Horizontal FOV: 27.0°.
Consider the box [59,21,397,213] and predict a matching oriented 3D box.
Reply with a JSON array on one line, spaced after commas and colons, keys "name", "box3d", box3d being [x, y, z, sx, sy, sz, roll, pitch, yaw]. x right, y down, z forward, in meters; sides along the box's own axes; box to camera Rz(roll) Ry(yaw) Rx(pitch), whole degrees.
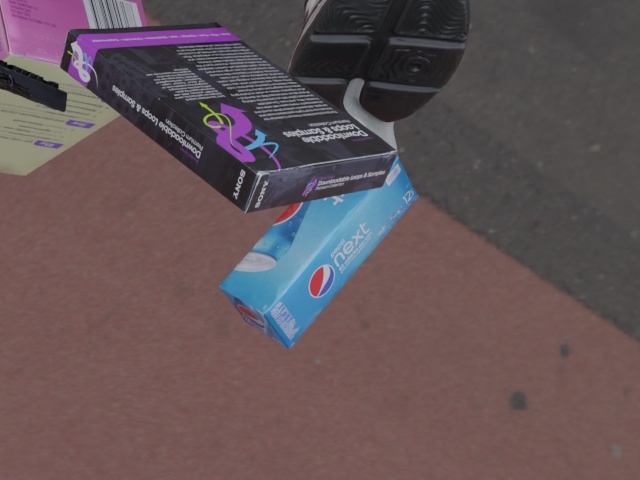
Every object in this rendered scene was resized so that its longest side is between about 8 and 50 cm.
[{"name": "box", "box3d": [-0.052, -0.074, 0.749, 0.116, 0.162, 0.029, -13, 131, -47]}]

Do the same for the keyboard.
[{"name": "keyboard", "box3d": [-0.261, -0.133, 0.996, 0.180, 0.108, 0.023, 18, 93, -60]}]

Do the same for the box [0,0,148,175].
[{"name": "box", "box3d": [-0.336, -0.179, 1.436, 0.214, 0.243, 0.117, 6, 63, -52]}]

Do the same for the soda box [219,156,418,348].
[{"name": "soda box", "box3d": [0.000, 0.000, 1.329, 0.210, 0.071, 0.067, -49, 139, -16]}]

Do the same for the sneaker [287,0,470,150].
[{"name": "sneaker", "box3d": [0.035, -0.242, 1.446, 0.169, 0.447, 0.257, 3, 61, -11]}]
